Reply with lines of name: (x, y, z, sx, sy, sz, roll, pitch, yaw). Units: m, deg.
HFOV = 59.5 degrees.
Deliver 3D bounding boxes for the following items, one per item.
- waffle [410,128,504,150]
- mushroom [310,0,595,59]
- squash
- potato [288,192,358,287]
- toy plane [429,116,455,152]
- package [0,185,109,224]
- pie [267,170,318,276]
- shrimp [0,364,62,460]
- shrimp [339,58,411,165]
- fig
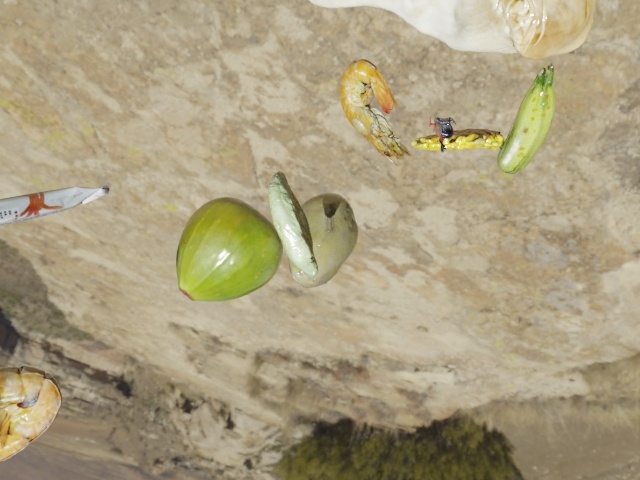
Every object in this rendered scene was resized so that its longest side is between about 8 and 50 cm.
waffle: (0.374, -0.272, 1.547, 0.243, 0.059, 0.238, 2, -164, 26)
mushroom: (0.064, -0.158, 0.343, 0.202, 0.059, 0.054, 31, 165, 35)
squash: (0.537, -0.293, 1.425, 0.094, 0.094, 0.341, 15, 141, 7)
potato: (0.000, 0.000, 1.251, 0.160, 0.235, 0.178, 0, 134, 23)
toy plane: (0.269, -0.247, 1.245, 0.037, 0.145, 0.060, 0, 118, -2)
package: (-0.199, -0.021, 0.376, 0.037, 0.015, 0.110, -21, 180, 45)
pie: (-0.045, -0.023, 0.932, 0.041, 0.187, 0.187, -20, 150, 3)
shrimp: (-0.614, 0.307, 0.980, 0.289, 0.178, 0.075, 6, -178, -41)
shrimp: (0.110, -0.262, 1.143, 0.068, 0.249, 0.150, -21, 159, -24)
fig: (-0.274, 0.044, 1.606, 0.316, 0.316, 0.316, 16, 157, 7)
